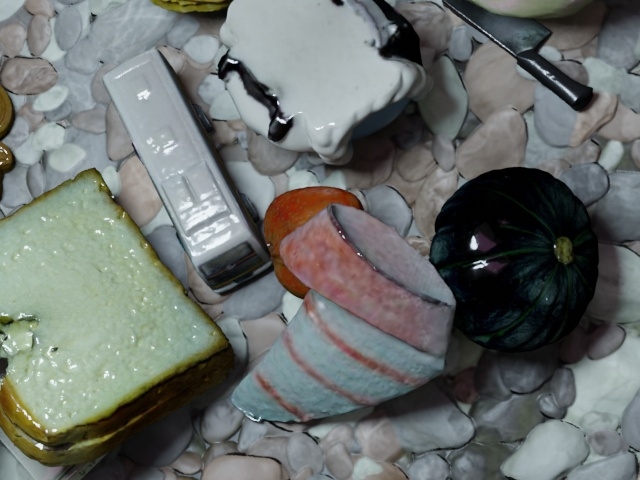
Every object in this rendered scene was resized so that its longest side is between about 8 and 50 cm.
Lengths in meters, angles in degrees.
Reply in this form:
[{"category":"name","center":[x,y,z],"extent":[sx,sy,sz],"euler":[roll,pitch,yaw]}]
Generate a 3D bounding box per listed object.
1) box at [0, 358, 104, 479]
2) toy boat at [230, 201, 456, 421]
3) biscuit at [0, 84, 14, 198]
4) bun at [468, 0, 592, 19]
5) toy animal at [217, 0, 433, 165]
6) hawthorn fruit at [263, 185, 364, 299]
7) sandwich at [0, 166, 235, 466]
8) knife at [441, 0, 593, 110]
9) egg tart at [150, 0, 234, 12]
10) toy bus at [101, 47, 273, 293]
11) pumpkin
[{"category":"box","center":[-0.310,0.173,1.641],"extent":[0.109,0.029,0.198],"euler":[-44,72,-5]},{"category":"toy boat","center":[0.009,0.108,1.535],"extent":[0.206,0.096,0.282],"euler":[38,122,1]},{"category":"biscuit","center":[-0.408,-0.118,1.739],"extent":[0.124,0.026,0.175],"euler":[-16,73,4]},{"category":"bun","center":[0.234,-0.398,1.628],"extent":[0.361,0.213,0.361],"euler":[-18,57,29]},{"category":"toy animal","center":[0.005,-0.179,1.630],"extent":[0.204,0.156,0.208],"euler":[-40,65,-2]},{"category":"hawthorn fruit","center":[0.000,0.000,1.599],"extent":[0.128,0.128,0.128],"euler":[-2,74,8]},{"category":"sandwich","center":[-0.259,0.087,1.574],"extent":[0.249,0.095,0.273],"euler":[-29,69,-32]},{"category":"knife","center":[0.216,-0.229,1.683],"extent":[0.230,0.028,0.060],"euler":[41,72,19]},{"category":"egg tart","center":[-0.112,-0.381,1.721],"extent":[0.294,0.123,0.294],"euler":[-3,71,10]},{"category":"toy bus","center":[-0.146,-0.078,1.647],"extent":[0.092,0.106,0.268],"euler":[-28,72,2]},{"category":"pumpkin","center":[0.196,0.018,1.534],"extent":[0.150,0.194,0.194],"euler":[-2,73,27]}]
